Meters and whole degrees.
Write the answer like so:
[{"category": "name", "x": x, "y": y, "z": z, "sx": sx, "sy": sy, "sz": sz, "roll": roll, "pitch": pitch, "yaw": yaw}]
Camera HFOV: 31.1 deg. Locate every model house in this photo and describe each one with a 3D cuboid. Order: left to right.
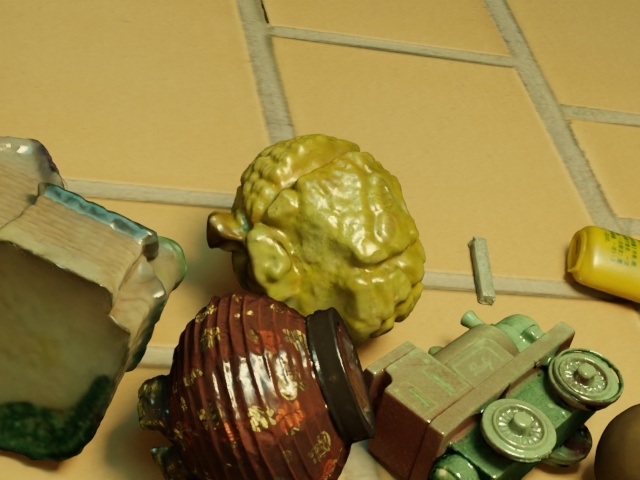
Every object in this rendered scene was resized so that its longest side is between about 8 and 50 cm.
[{"category": "model house", "x": -0.307, "y": 0.034, "z": 1.221, "sx": 0.299, "sy": 0.243, "sz": 0.284, "roll": 25, "pitch": 32, "yaw": -1}]

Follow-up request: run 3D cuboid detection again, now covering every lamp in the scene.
[{"category": "lamp", "x": -0.067, "y": 0.168, "z": 1.177, "sx": 0.247, "sy": 0.247, "sz": 0.247, "roll": 12, "pitch": 41, "yaw": -10}]

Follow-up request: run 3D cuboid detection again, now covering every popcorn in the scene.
[{"category": "popcorn", "x": 0.000, "y": 0.000, "z": 1.389, "sx": 0.270, "sy": 0.224, "sz": 0.257, "roll": 24, "pitch": 47, "yaw": -5}]

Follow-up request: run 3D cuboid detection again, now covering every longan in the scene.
[{"category": "longan", "x": 0.400, "y": 0.271, "z": 1.309, "sx": 0.185, "sy": 0.159, "sz": 0.204, "roll": 55, "pitch": 10, "yaw": 11}]

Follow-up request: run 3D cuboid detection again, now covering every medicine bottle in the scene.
[{"category": "medicine bottle", "x": 0.504, "y": 0.061, "z": 1.635, "sx": 0.309, "sy": 0.076, "sz": 0.111, "roll": 18, "pitch": 43, "yaw": -3}]

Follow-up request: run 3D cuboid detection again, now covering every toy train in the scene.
[{"category": "toy train", "x": 0.199, "y": 0.185, "z": 1.328, "sx": 0.221, "sy": 0.150, "sz": 0.304, "roll": 37, "pitch": 44, "yaw": 28}]

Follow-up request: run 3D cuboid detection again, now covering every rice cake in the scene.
[{"category": "rice cake", "x": 0.223, "y": 0.040, "z": 1.585, "sx": 0.022, "sy": 0.021, "sz": 0.121, "roll": 14, "pitch": 43, "yaw": -15}]
